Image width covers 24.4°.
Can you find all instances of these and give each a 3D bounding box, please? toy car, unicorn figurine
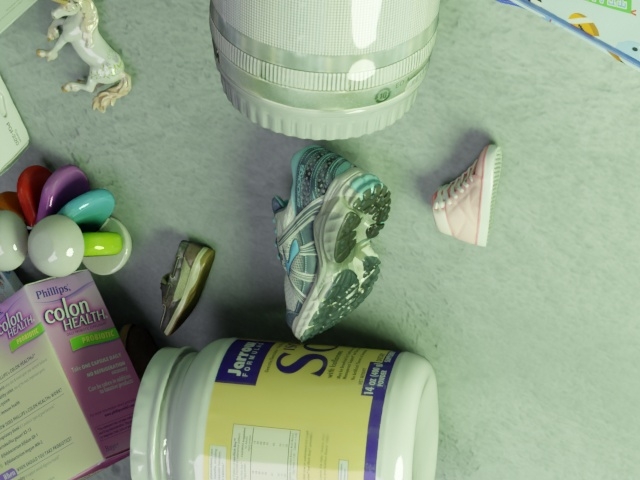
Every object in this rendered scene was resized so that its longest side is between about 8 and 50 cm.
[{"bbox_3d":[-0.326,-0.027,1.834,0.182,0.159,0.136,5,92,27],"label":"toy car"},{"bbox_3d":[-0.273,-0.223,1.686,0.111,0.060,0.162,-20,131,39],"label":"unicorn figurine"}]

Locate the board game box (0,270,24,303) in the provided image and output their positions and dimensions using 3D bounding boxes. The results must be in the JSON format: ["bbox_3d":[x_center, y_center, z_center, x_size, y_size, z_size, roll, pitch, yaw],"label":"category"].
[{"bbox_3d":[-0.441,0.068,2.029,0.090,0.020,0.090,56,136,8],"label":"board game box"}]

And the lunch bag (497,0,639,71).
[{"bbox_3d":[0.266,-0.275,1.282,0.303,0.115,0.243,30,137,0],"label":"lunch bag"}]

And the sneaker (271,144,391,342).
[{"bbox_3d":[0.000,0.000,1.700,0.122,0.110,0.283,44,143,24],"label":"sneaker"}]

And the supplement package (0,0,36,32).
[{"bbox_3d":[-0.487,-0.260,1.665,0.262,0.204,0.145,-11,121,35],"label":"supplement package"}]

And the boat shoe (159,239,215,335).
[{"bbox_3d":[-0.176,0.057,1.867,0.049,0.056,0.152,34,126,8],"label":"boat shoe"}]

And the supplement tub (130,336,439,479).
[{"bbox_3d":[-0.037,0.241,1.771,0.331,0.241,0.241,4,129,13],"label":"supplement tub"}]

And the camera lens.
[{"bbox_3d":[0.006,-0.260,1.371,0.219,0.219,0.274,18,133,16],"label":"camera lens"}]

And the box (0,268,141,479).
[{"bbox_3d":[-0.353,0.196,1.917,0.213,0.117,0.243,-32,81,36],"label":"box"}]

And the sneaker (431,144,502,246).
[{"bbox_3d":[0.153,-0.051,1.583,0.070,0.051,0.134,15,137,12],"label":"sneaker"}]

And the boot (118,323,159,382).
[{"bbox_3d":[-0.143,0.204,1.959,0.207,0.090,0.248,-18,95,16],"label":"boot"}]

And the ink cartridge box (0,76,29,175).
[{"bbox_3d":[-0.492,-0.156,1.837,0.218,0.092,0.158,-2,125,29],"label":"ink cartridge box"}]
